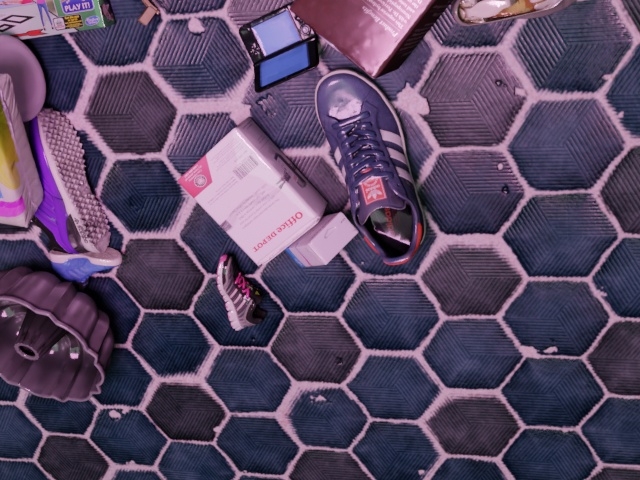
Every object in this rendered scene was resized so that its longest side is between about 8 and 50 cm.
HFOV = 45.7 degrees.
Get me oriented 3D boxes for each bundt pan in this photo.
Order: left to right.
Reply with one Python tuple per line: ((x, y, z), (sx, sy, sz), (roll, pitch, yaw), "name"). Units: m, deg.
((-0.558, 0.177, 1.524), (0.331, 0.124, 0.331), (12, 136, 11), "bundt pan")

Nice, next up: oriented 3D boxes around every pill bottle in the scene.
((-0.638, -0.265, 1.347), (0.265, 0.153, 0.153), (-6, 113, 22), "pill bottle")

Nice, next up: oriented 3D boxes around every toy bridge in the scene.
((-0.344, -0.437, 1.256), (0.188, 0.026, 0.063), (35, 88, -28), "toy bridge")

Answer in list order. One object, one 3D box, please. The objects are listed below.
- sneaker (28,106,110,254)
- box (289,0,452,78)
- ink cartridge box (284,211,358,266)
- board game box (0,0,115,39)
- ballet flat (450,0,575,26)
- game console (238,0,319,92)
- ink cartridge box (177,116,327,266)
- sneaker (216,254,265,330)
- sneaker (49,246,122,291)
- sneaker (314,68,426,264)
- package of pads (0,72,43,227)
((-0.516, -0.100, 1.432), (0.146, 0.102, 0.293), (-6, 113, 15), "sneaker")
((0.097, -0.377, 1.130), (0.168, 0.167, 0.203), (41, 116, 2), "box")
((0.000, 0.000, 1.347), (0.088, 0.122, 0.052), (-45, 102, -19), "ink cartridge box")
((-0.531, -0.455, 1.304), (0.317, 0.046, 0.213), (-4, 114, 14), "board game box")
((0.305, -0.368, 1.159), (0.213, 0.068, 0.072), (-10, 111, 15), "ballet flat")
((-0.071, -0.321, 1.256), (0.122, 0.071, 0.107), (-20, 109, 19), "game console")
((-0.118, -0.086, 1.363), (0.158, 0.092, 0.218), (-37, 101, 24), "ink cartridge box")
((-0.150, 0.099, 1.472), (0.075, 0.063, 0.170), (-6, 118, 14), "sneaker")
((-0.464, 0.060, 1.521), (0.152, 0.058, 0.084), (1, 117, 8), "sneaker")
((0.088, -0.116, 1.275), (0.131, 0.148, 0.350), (-21, 108, 20), "sneaker")
((-0.610, -0.163, 1.261), (0.229, 0.101, 0.296), (11, 139, 2), "package of pads")
